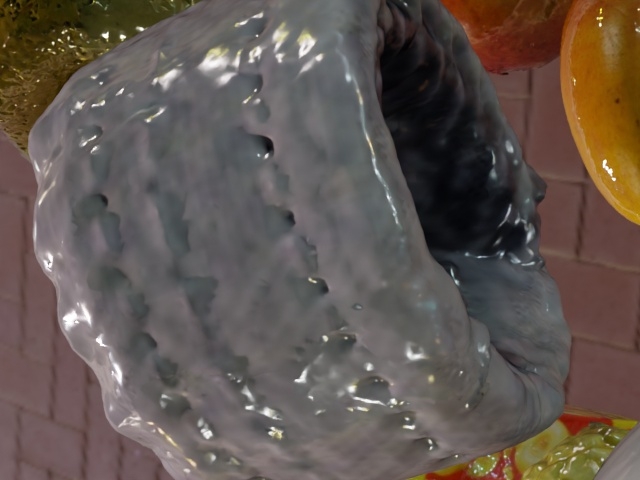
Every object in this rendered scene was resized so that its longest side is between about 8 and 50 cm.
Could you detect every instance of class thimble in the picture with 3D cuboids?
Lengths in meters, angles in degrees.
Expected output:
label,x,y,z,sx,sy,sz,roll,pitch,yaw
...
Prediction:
label,x,y,z,sx,sy,sz,roll,pitch,yaw
thimble,0.000,0.000,0.634,0.157,0.245,0.217,-19,75,21

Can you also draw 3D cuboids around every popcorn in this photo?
label,x,y,z,sx,sy,sz,roll,pitch,yaw
popcorn,0.231,0.233,1.213,0.142,0.174,0.173,43,122,35

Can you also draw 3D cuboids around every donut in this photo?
label,x,y,z,sx,sy,sz,roll,pitch,yaw
donut,-0.141,-0.130,1.109,0.272,0.272,0.107,-32,48,41

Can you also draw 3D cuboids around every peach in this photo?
label,x,y,z,sx,sy,sz,roll,pitch,yaw
peach,0.193,-0.312,1.650,0.281,0.238,0.281,28,142,25

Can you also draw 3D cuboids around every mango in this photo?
label,x,y,z,sx,sy,sz,roll,pitch,yaw
mango,0.267,-0.120,1.192,0.138,0.257,0.187,-11,125,31

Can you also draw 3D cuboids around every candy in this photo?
label,x,y,z,sx,sy,sz,roll,pitch,yaw
candy,0.167,0.200,1.486,0.146,0.276,0.088,-174,92,-71

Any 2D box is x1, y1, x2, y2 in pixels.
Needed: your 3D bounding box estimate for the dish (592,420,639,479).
label,x,y,z,sx,sy,sz,roll,pitch,yaw
dish,0.229,0.088,0.723,0.273,0.273,0.133,-52,45,34
